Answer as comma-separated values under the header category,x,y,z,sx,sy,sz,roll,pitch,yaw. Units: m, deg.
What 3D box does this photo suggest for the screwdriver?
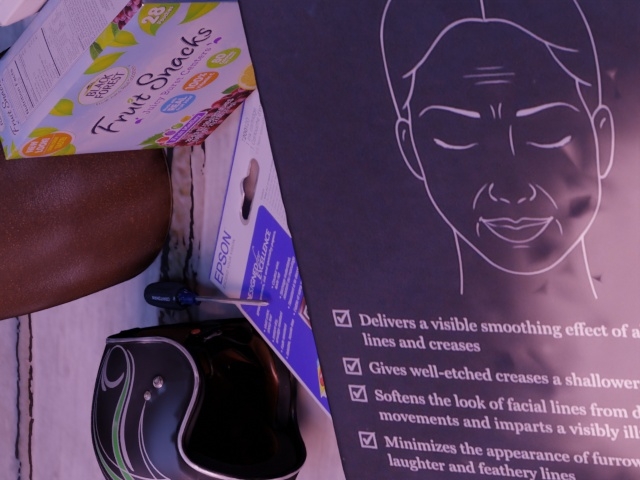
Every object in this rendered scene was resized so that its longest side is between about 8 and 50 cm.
category,x,y,z,sx,sy,sz,roll,pitch,yaw
screwdriver,-0.090,0.049,1.434,0.170,0.024,0.025,10,79,55

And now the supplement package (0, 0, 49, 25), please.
category,x,y,z,sx,sy,sz,roll,pitch,yaw
supplement package,-0.181,-0.326,1.230,0.262,0.198,0.199,53,133,3

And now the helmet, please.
category,x,y,z,sx,sy,sz,roll,pitch,yaw
helmet,-0.096,0.147,1.426,0.169,0.169,0.161,-4,93,39

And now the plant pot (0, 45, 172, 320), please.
category,x,y,z,sx,sy,sz,roll,pitch,yaw
plant pot,-0.271,-0.021,1.429,0.215,0.230,0.215,17,122,31

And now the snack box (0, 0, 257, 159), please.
category,x,y,z,sx,sy,sz,roll,pitch,yaw
snack box,-0.112,-0.137,1.275,0.207,0.174,0.070,-41,65,44

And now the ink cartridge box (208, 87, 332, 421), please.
category,x,y,z,sx,sy,sz,roll,pitch,yaw
ink cartridge box,0.000,0.000,1.339,0.208,0.045,0.206,46,135,40

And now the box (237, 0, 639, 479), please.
category,x,y,z,sx,sy,sz,roll,pitch,yaw
box,0.147,-0.065,1.031,0.294,0.212,0.395,2,116,29
